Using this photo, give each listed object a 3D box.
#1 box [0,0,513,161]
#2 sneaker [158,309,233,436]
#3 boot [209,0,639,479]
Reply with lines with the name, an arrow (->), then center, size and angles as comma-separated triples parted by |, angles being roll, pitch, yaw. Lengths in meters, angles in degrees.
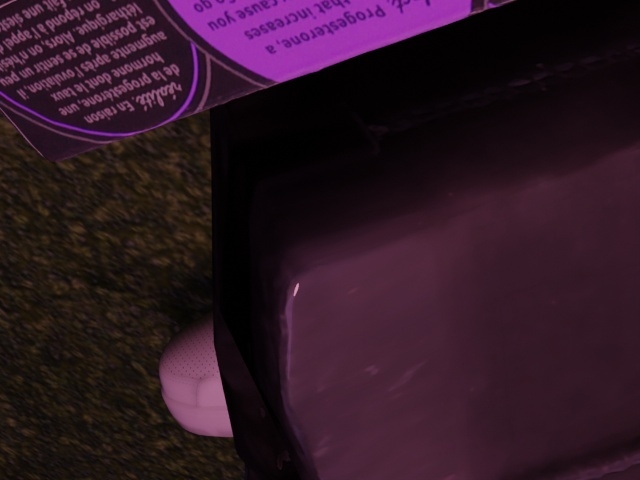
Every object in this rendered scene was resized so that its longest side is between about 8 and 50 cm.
box -> -0.009, -0.176, 0.427 | 0.165, 0.270, 0.143 | -14, 128, 40
sneaker -> 0.000, 0.000, 0.860 | 0.292, 0.108, 0.169 | -20, 123, 32
boot -> 0.197, 0.066, 0.537 | 0.146, 0.445, 0.367 | -134, 30, -57
